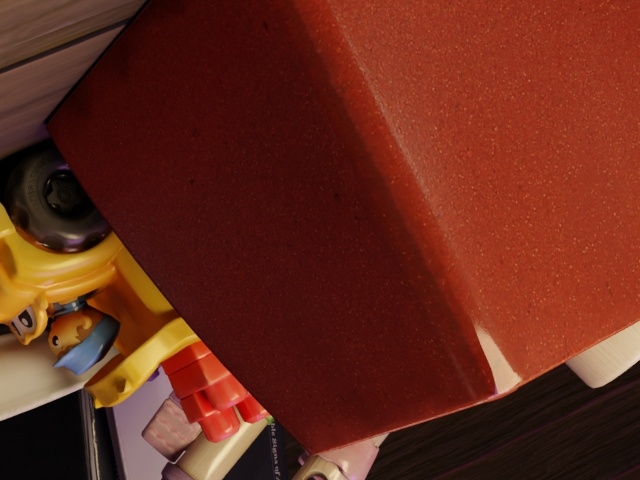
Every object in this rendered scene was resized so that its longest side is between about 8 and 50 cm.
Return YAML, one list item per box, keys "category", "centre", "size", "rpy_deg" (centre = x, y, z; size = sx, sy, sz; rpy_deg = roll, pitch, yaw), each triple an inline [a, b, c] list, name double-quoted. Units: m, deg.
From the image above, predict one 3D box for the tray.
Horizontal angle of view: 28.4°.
- category: "tray"
  centre: [-0.186, 0.198, 1.346]
  size: [0.030, 0.270, 0.145]
  rpy_deg: [-1, -162, 22]

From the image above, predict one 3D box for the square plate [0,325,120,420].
- category: "square plate"
  centre: [-0.348, 0.102, 0.839]
  size: [0.344, 0.049, 0.347]
  rpy_deg: [-5, -179, 17]

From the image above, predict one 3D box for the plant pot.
- category: "plant pot"
  centre: [0.053, -0.036, 0.680]
  size: [0.267, 0.236, 0.267]
  rpy_deg: [-21, 174, -34]

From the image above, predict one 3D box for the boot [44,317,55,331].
- category: "boot"
  centre: [-0.205, 0.030, 1.259]
  size: [0.161, 0.083, 0.246]
  rpy_deg: [-34, -179, -20]

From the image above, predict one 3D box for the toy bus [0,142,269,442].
- category: "toy bus"
  centre: [-0.115, 0.039, 0.832]
  size: [0.220, 0.211, 0.149]
  rpy_deg: [-20, 176, -31]

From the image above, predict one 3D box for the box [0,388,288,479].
- category: "box"
  centre: [-0.257, 0.342, 1.577]
  size: [0.297, 0.480, 0.472]
  rpy_deg: [-4, -176, 24]

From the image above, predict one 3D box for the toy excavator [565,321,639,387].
- category: "toy excavator"
  centre: [0.281, -0.042, 1.011]
  size: [0.433, 0.222, 0.445]
  rpy_deg: [-43, 172, -15]

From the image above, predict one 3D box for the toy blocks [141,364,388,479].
- category: "toy blocks"
  centre: [-0.080, 0.140, 1.125]
  size: [0.260, 0.288, 0.309]
  rpy_deg: [-49, 174, -15]
